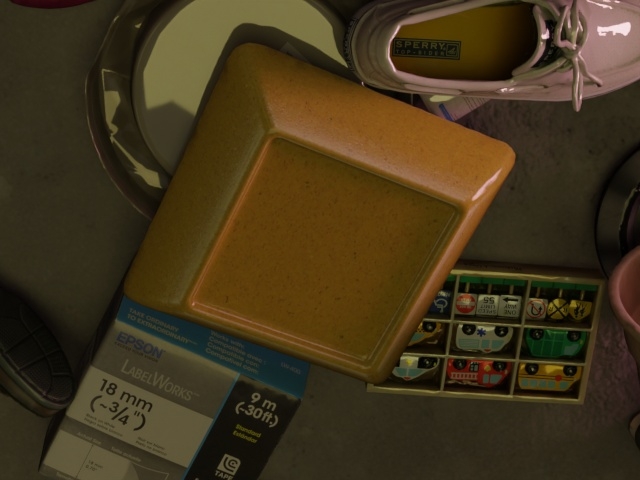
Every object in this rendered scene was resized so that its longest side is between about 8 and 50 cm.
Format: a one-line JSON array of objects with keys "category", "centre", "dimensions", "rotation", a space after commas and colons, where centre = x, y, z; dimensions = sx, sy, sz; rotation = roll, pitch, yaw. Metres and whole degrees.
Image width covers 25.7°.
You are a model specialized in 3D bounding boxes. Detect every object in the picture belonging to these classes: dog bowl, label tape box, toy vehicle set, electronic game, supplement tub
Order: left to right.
[{"category": "label tape box", "centre": [-0.153, 0.162, 1.638], "dimensions": [0.240, 0.106, 0.334], "rotation": [25, 108, -12]}, {"category": "dog bowl", "centre": [-0.076, -0.166, 1.520], "dimensions": [0.348, 0.102, 0.349], "rotation": [-1, 111, -3]}, {"category": "supplement tub", "centre": [0.161, -0.179, 1.541], "dimensions": [0.107, 0.071, 0.071], "rotation": [-30, 109, 9]}, {"category": "toy vehicle set", "centre": [0.193, 0.107, 1.668], "dimensions": [0.266, 0.035, 0.166], "rotation": [4, 110, -4]}, {"category": "electronic game", "centre": [0.429, -0.018, 1.623], "dimensions": [0.229, 0.048, 0.229], "rotation": [-2, 104, -8]}]

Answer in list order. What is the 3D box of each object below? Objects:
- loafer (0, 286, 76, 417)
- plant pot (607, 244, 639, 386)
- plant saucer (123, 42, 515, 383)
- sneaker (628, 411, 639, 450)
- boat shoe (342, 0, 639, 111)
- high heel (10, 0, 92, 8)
[{"category": "loafer", "centre": [-0.385, 0.101, 1.596], "dimensions": [0.267, 0.096, 0.084], "rotation": [50, 120, 6]}, {"category": "plant pot", "centre": [0.480, 0.184, 1.518], "dimensions": [0.333, 0.334, 0.305], "rotation": [-6, 117, 0]}, {"category": "plant saucer", "centre": [0.000, 0.000, 1.488], "dimensions": [0.332, 0.081, 0.333], "rotation": [20, 116, -17]}, {"category": "sneaker", "centre": [0.459, 0.291, 1.721], "dimensions": [0.192, 0.086, 0.064], "rotation": [40, 104, -15]}, {"category": "boat shoe", "centre": [0.218, -0.203, 1.418], "dimensions": [0.367, 0.156, 0.136], "rotation": [-1, 102, -18]}, {"category": "high heel", "centre": [-0.289, -0.431, 1.433], "dimensions": [0.181, 0.127, 0.377], "rotation": [3, 109, -34]}]
